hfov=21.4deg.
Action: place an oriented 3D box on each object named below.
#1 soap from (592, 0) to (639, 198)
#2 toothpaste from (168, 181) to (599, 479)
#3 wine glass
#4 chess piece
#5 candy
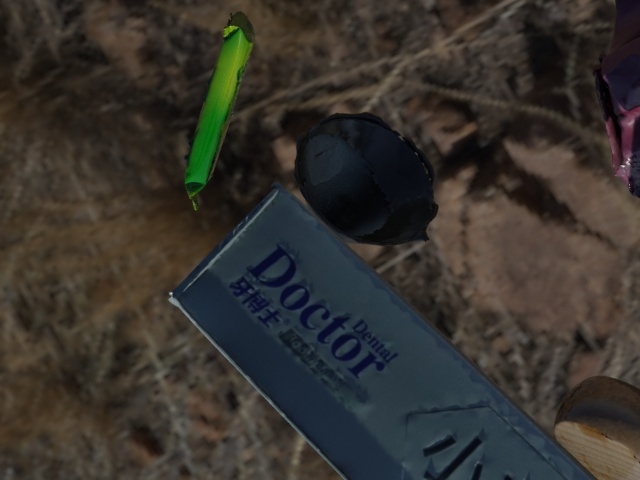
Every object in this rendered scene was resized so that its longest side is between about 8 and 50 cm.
[{"bbox_3d":[0.293,-0.113,1.038,0.182,0.112,0.289,38,139,-25],"label":"soap"},{"bbox_3d":[0.080,0.107,0.601,0.313,0.071,0.089,44,180,20],"label":"toothpaste"},{"bbox_3d":[0.000,0.000,1.297,0.122,0.122,0.183,50,140,12],"label":"wine glass"},{"bbox_3d":[0.170,0.112,0.945,0.084,0.038,0.083,37,162,14],"label":"chess piece"},{"bbox_3d":[-0.096,-0.123,1.593,0.032,0.102,0.178,17,104,-2],"label":"candy"}]
